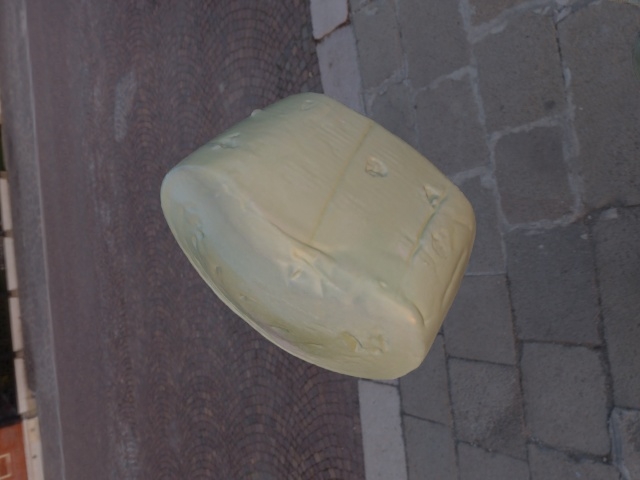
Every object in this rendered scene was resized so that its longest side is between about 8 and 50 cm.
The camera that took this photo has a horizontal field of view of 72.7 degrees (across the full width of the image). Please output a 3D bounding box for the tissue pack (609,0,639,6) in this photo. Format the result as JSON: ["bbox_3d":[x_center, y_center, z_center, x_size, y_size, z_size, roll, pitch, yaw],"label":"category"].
[{"bbox_3d":[0.401,-0.434,0.497,0.375,0.195,0.390,-29,44,2],"label":"tissue pack"}]

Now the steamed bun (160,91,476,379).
[{"bbox_3d":[0.000,0.000,0.732,0.456,0.371,0.290,37,140,3],"label":"steamed bun"}]

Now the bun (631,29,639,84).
[{"bbox_3d":[0.353,-0.153,0.338,0.113,0.173,0.166,60,-176,-16],"label":"bun"}]
